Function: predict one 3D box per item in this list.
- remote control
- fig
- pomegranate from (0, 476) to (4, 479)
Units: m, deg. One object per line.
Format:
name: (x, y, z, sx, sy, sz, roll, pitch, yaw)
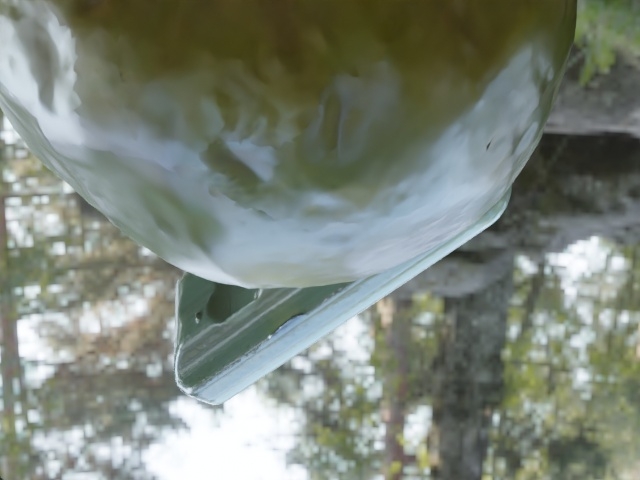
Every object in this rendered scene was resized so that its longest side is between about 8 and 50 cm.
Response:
remote control: (0.000, 0.000, 1.094, 0.065, 0.335, 0.128, 23, -133, -34)
fig: (-0.022, -0.122, 0.823, 0.343, 0.343, 0.343, 0, -161, 0)
pomegranate: (-0.339, 0.269, 1.423, 0.122, 0.122, 0.161, -13, -164, -32)
